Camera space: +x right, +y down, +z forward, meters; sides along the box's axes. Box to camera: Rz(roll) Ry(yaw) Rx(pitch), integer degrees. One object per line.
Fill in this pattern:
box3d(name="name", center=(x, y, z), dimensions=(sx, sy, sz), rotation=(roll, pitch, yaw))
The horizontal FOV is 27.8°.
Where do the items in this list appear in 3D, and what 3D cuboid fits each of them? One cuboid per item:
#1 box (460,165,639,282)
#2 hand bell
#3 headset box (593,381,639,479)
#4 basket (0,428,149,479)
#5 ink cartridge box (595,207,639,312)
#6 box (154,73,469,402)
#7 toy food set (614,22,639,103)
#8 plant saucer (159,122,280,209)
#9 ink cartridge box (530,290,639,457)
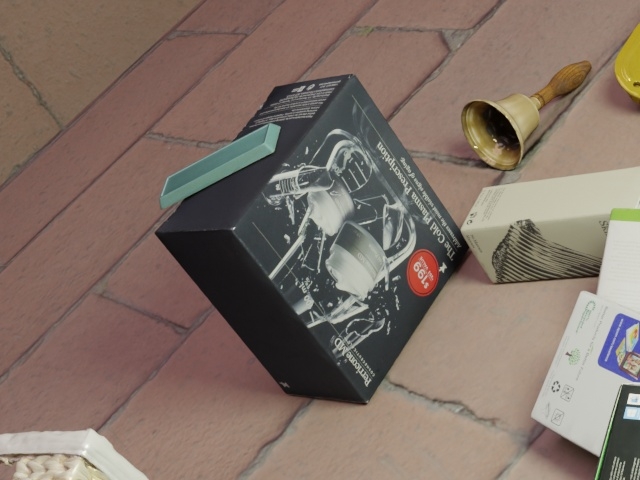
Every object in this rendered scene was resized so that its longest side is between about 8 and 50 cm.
box3d(name="box", center=(0.336, -0.018, 1.735), dimensions=(0.275, 0.113, 0.094), rotation=(-8, 38, 43))
box3d(name="hand bell", center=(0.353, -0.225, 2.068), dimensions=(0.242, 0.126, 0.126), rotation=(-35, 25, -26))
box3d(name="headset box", center=(0.315, 0.307, 1.100), dimensions=(0.131, 0.283, 0.246), rotation=(2, 44, 26))
box3d(name="basket", center=(-0.330, 0.431, 1.559), dimensions=(0.328, 0.331, 0.266), rotation=(-11, 42, 38))
box3d(name="ink cartridge box", center=(0.417, 0.098, 1.505), dimensions=(0.189, 0.097, 0.255), rotation=(5, 82, 50))
box3d(name="box", center=(0.000, 0.000, 1.825), dimensions=(0.179, 0.343, 0.312), rotation=(-1, 45, 49))
box3d(name="toy food set", center=(0.534, -0.277, 1.969), dimensions=(0.128, 0.071, 0.218), rotation=(28, 68, 24))
box3d(name="plant saucer", center=(-0.140, -0.103, 1.757), dimensions=(0.192, 0.018, 0.067), rotation=(-26, 28, 24))
box3d(name="ink cartridge box", center=(0.367, 0.174, 1.367), dimensions=(0.332, 0.065, 0.165), rotation=(28, 96, 61))
